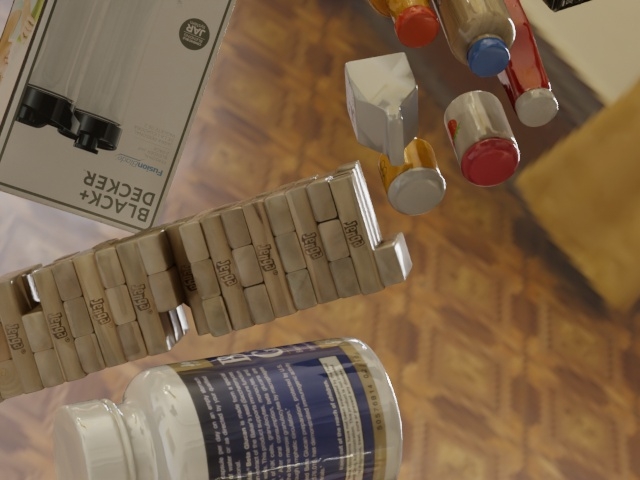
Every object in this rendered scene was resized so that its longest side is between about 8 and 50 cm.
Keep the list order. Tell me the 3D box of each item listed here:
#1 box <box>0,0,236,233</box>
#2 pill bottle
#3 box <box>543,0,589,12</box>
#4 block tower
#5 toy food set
[{"bbox_3d":[-0.182,-0.163,1.494,0.169,0.290,0.087,20,1,-31],"label":"box"},{"bbox_3d":[-0.050,0.108,0.915,0.169,0.094,0.094,-8,49,-24],"label":"pill bottle"},{"bbox_3d":[0.217,-0.269,1.219,0.147,0.180,0.077,-20,53,-20],"label":"box"},{"bbox_3d":[-0.104,0.030,1.319,0.091,0.335,0.097,-50,124,-79],"label":"block tower"},{"bbox_3d":[0.079,-0.089,1.057,0.111,0.232,0.104,-10,46,-6],"label":"toy food set"}]
